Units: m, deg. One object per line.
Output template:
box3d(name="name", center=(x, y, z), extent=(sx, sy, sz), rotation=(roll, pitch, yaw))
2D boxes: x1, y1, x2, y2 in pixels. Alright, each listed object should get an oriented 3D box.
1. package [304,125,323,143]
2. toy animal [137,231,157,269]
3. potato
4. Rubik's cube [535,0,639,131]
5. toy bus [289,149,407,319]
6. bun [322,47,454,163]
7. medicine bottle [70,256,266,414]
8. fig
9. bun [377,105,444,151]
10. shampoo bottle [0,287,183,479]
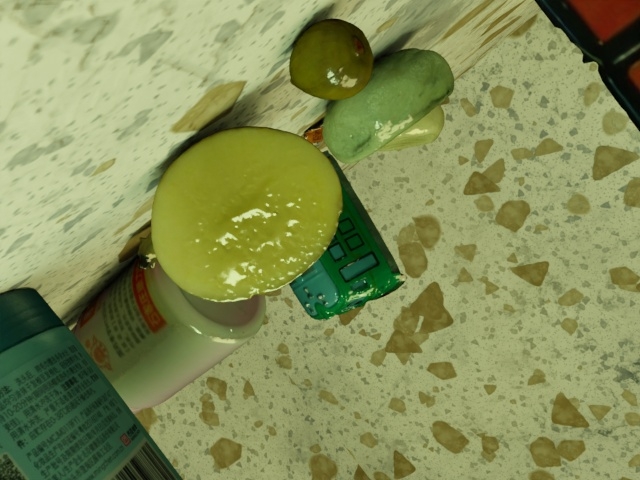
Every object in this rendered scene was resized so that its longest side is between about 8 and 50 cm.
box3d(name="package", center=(0.021, -0.200, 1.145), extent=(0.111, 0.033, 0.077), rotation=(-33, -171, -10))
box3d(name="toy animal", center=(-0.159, -0.034, 0.918), extent=(0.219, 0.103, 0.101), rotation=(-36, 161, 1))
box3d(name="potato", center=(-0.077, -0.049, 0.729), extent=(0.203, 0.178, 0.158), rotation=(-53, -168, 18))
box3d(name="Rubik's cube", center=(0.262, -0.229, 0.283), extent=(0.288, 0.283, 0.293), rotation=(-37, -179, -22))
box3d(name="toy bus", center=(0.000, 0.000, 1.381), extent=(0.199, 0.343, 0.183), rotation=(-26, 172, -39))
box3d(name="bun", center=(0.093, -0.211, 0.996), extent=(0.221, 0.108, 0.221), rotation=(-35, -171, 6))
box3d(name="medicine bottle", center=(-0.289, 0.159, 1.121), extent=(0.388, 0.219, 0.219), rotation=(-38, 180, 33))
box3d(name="fig", center=(0.005, -0.163, 0.604), extent=(0.088, 0.074, 0.074), rotation=(-14, -161, 49))
box3d(name="bun", center=(0.146, -0.250, 1.328), extent=(0.223, 0.127, 0.222), rotation=(-8, -177, 0))
box3d(name="shampoo bottle", center=(-0.348, 0.284, 0.712), extent=(0.331, 0.342, 0.331), rotation=(-39, 180, 0))
